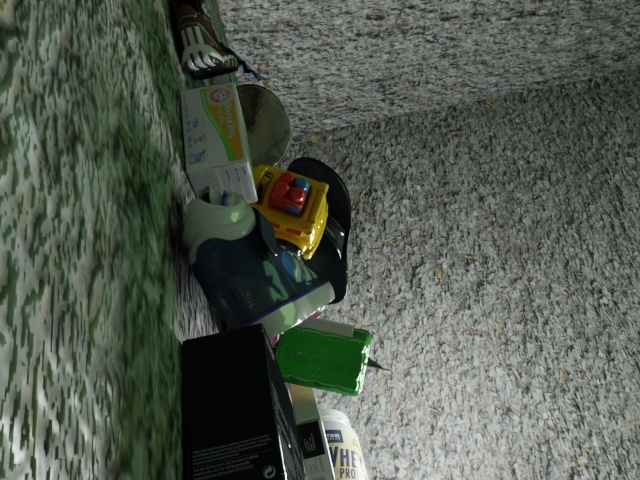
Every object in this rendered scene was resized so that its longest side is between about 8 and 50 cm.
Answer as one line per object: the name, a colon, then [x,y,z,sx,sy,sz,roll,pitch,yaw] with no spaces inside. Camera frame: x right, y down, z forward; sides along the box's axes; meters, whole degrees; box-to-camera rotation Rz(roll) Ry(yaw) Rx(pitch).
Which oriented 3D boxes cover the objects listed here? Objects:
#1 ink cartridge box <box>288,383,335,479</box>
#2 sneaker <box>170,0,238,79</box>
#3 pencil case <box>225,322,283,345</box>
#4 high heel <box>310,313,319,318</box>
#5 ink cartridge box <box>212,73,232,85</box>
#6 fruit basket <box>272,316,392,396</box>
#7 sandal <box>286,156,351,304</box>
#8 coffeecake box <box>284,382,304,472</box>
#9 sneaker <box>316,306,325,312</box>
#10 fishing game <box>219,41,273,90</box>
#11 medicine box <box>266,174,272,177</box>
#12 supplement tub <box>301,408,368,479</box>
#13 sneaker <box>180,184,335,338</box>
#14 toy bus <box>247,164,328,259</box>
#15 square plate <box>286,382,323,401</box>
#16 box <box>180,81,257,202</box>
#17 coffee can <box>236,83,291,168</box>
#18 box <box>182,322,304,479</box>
ink cartridge box: [-0.031,0.437,1.272,0.371,0.069,0.176,-122,-160,-80]
sneaker: [-0.253,-0.449,1.118,0.281,0.106,0.163,-113,-171,-78]
pencil case: [-0.136,0.091,0.947,0.104,0.104,0.237,83,-6,-54]
high heel: [-0.096,0.198,1.660,0.181,0.127,0.377,58,-2,3]
ink cartridge box: [-0.287,-0.381,1.610,0.165,0.065,0.333,84,-5,-54]
fruit basket: [-0.008,0.260,1.257,0.353,0.326,0.166,97,5,-88]
sandal: [0.003,0.001,1.326,0.107,0.167,0.446,-75,159,-56]
coffeecake box: [-0.093,0.432,1.199,0.142,0.068,0.186,-118,-164,-74]
sneaker: [-0.073,0.113,1.581,0.286,0.109,0.130,48,5,27]
fishing game: [-0.242,-0.485,1.382,0.264,0.041,0.189,36,4,-6]
medicine box: [-0.142,0.017,1.272,0.289,0.149,0.264,92,-14,-73]
supplement tub: [0.028,0.739,1.648,0.325,0.235,0.236,-106,-174,-53]
sneaker: [-0.094,0.018,0.777,0.236,0.130,0.323,62,11,3]
toy bus: [-0.093,-0.077,1.013,0.211,0.220,0.150,103,6,-70]
square plate: [-0.090,0.415,1.938,0.347,0.049,0.344,-42,-125,54]
box: [-0.184,-0.172,0.926,0.114,0.103,0.203,84,-6,-57]
coffee can: [-0.180,-0.294,1.312,0.275,0.201,0.202,-111,-170,-71]
box: [-0.082,0.251,0.626,0.261,0.103,0.184,81,-2,-50]
